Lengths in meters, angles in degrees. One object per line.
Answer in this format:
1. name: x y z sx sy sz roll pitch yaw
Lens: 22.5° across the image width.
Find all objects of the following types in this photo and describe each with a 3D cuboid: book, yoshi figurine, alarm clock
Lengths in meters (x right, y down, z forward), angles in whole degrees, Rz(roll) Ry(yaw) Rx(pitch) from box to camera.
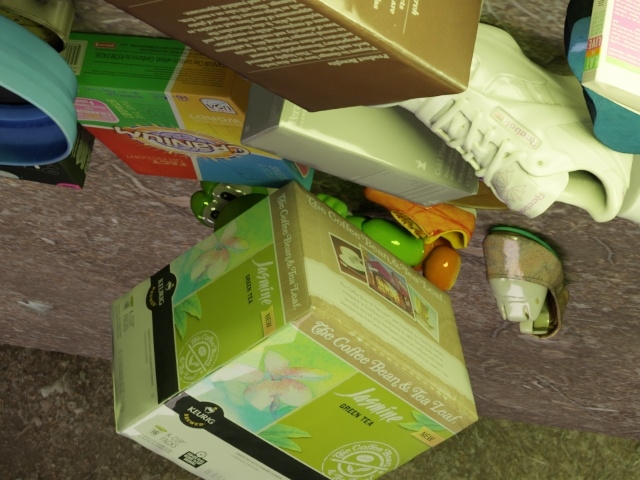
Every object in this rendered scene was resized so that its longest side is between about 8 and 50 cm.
1. book: 0.259 -0.177 1.278 0.096 0.144 0.035 20 164 -29
2. yoshi figurine: -0.004 0.021 2.143 0.362 0.203 0.203 22 166 -13
3. alarm clock: -0.305 -0.241 1.633 0.129 0.064 0.192 22 165 -37

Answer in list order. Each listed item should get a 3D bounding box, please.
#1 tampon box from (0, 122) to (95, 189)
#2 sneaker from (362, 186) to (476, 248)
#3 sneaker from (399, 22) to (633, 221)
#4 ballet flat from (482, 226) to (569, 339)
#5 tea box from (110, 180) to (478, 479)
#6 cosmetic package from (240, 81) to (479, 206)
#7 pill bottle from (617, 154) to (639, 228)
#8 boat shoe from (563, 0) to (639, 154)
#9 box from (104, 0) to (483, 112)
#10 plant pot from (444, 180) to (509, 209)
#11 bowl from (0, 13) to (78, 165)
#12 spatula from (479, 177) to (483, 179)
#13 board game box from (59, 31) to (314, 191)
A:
1. tampon box: -0.358 -0.139 1.989 0.120 0.101 0.161 10 166 8
2. sneaker: 0.131 -0.034 2.091 0.175 0.067 0.064 20 165 -25
3. sneaker: 0.177 -0.113 1.548 0.305 0.152 0.114 19 148 -17
4. ballet flat: 0.299 0.075 2.300 0.108 0.106 0.316 5 164 24
5. tea box: -0.036 0.152 2.027 0.323 0.220 0.329 -35 132 24
6. cosmetic package: 0.048 -0.130 1.668 0.238 0.127 0.107 17 165 -27
7. pill bottle: 0.427 -0.038 1.742 0.215 0.117 0.117 16 165 -16
8. boat shoe: 0.286 -0.160 1.458 0.109 0.089 0.258 -6 156 14
9. box: -0.054 -0.238 1.306 0.191 0.143 0.381 -3 158 43
10. plant pot: 0.174 -0.081 1.948 0.236 0.032 0.236 10 166 2
11. bowl: -0.440 -0.185 1.690 0.391 0.077 0.391 13 166 3
12. spatula: 0.199 -0.117 1.743 0.084 0.030 0.296 9 156 0
13. board game box: -0.160 -0.147 1.881 0.242 0.064 0.316 6 165 19
